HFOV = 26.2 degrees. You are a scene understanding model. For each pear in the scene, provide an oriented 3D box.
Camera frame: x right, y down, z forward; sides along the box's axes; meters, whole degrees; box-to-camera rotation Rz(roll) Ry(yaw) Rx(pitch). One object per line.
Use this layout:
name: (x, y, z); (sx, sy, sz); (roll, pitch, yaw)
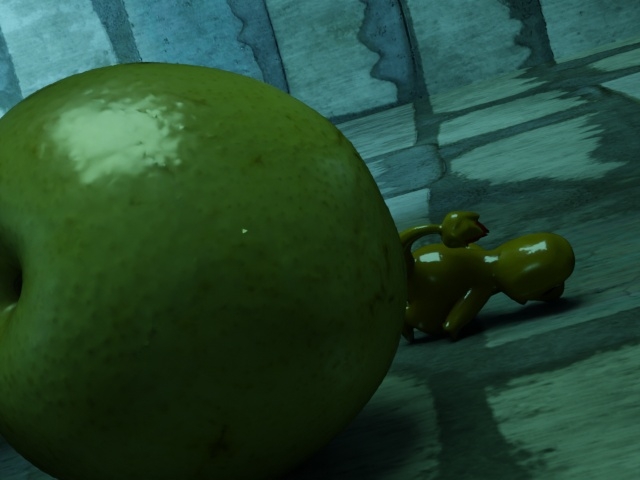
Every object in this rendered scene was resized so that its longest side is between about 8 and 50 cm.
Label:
pear: (-0.110, 0.033, 1.036); (0.348, 0.348, 0.348); (-16, 10, 3)

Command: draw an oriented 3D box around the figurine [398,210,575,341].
figurine: (0.144, 0.019, 1.267); (0.176, 0.122, 0.121); (-8, 46, 13)
